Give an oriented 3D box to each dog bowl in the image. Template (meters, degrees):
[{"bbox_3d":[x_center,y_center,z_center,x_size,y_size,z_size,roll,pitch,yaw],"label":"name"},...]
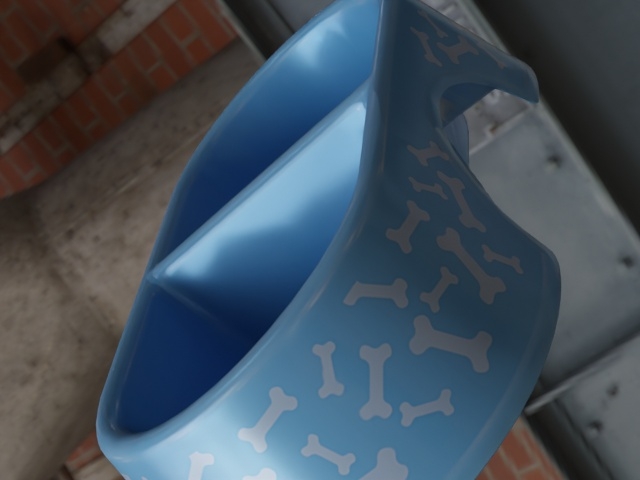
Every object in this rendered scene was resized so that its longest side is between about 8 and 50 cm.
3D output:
[{"bbox_3d":[0.000,0.000,0.506,0.074,0.166,0.297,41,-152,-18],"label":"dog bowl"}]
